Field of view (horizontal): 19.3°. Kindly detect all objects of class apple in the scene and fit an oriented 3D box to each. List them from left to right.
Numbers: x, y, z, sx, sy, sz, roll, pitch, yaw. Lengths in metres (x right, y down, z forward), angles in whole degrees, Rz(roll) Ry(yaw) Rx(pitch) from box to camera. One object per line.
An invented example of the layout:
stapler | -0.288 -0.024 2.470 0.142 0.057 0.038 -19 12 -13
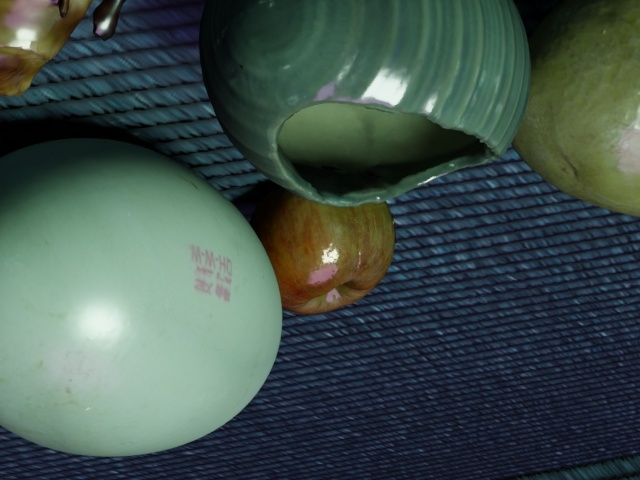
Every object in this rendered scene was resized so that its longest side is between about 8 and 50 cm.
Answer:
apple | -0.003 0.001 1.553 0.126 0.102 0.126 -17 161 -6

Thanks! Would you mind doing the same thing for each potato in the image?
potato | 0.244 -0.106 1.317 0.235 0.160 0.178 -18 159 -3

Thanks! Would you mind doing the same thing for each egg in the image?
egg | -0.151 0.046 1.398 0.230 0.230 0.371 -19 164 18

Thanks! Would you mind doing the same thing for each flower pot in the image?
flower pot | 0.029 -0.114 1.168 0.189 0.157 0.243 -22 158 22

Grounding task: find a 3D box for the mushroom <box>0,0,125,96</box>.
mushroom | -0.206 -0.151 0.857 0.283 0.195 0.263 -2 174 23
